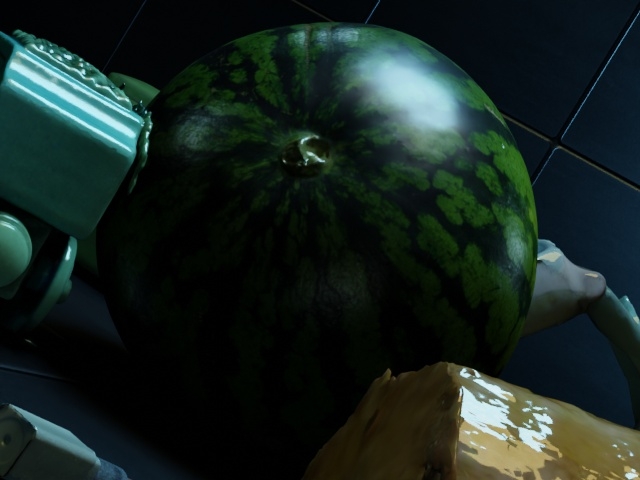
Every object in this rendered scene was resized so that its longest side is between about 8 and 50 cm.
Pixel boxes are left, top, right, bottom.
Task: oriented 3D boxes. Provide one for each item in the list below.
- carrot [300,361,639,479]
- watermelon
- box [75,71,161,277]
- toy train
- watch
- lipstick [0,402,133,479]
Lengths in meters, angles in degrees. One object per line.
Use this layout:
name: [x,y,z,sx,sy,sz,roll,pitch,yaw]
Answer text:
carrot: [0.123,0.145,0.600,0.254,0.196,0.196,31,1,-9]
watermelon: [0.000,0.000,0.958,0.285,0.285,0.285,31,1,-1]
box: [-0.098,-0.005,1.382,0.253,0.177,0.329,34,0,20]
toy train: [-0.187,-0.041,0.900,0.112,0.163,0.203,29,2,-24]
watch: [0.149,0.130,1.180,0.162,0.253,0.241,-122,-165,-82]
lipstick: [-0.102,0.099,0.637,0.025,0.025,0.107,33,-4,36]
